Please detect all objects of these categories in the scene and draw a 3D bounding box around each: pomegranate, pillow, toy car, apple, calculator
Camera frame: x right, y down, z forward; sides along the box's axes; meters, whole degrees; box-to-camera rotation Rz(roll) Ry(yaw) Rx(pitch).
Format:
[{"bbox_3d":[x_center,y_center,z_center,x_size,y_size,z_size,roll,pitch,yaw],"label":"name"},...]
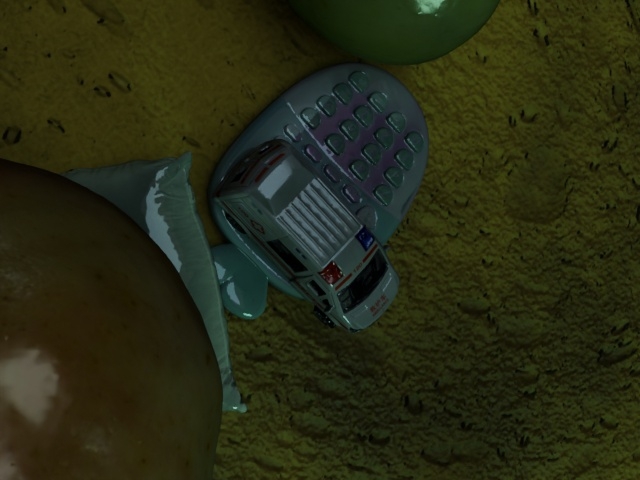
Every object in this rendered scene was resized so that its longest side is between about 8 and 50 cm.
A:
[{"bbox_3d":[-0.269,0.132,0.928,0.412,0.411,0.411,1,88,-22],"label":"pomegranate"},{"bbox_3d":[-0.164,0.050,1.115,0.144,0.078,0.254,-12,94,0],"label":"pillow"},{"bbox_3d":[0.000,0.000,1.120,0.089,0.108,0.209,-46,105,-16],"label":"toy car"},{"bbox_3d":[0.075,-0.310,1.114,0.254,0.292,0.292,31,77,5],"label":"apple"},{"bbox_3d":[-0.008,-0.051,1.200,0.185,0.041,0.299,44,73,-15],"label":"calculator"}]
